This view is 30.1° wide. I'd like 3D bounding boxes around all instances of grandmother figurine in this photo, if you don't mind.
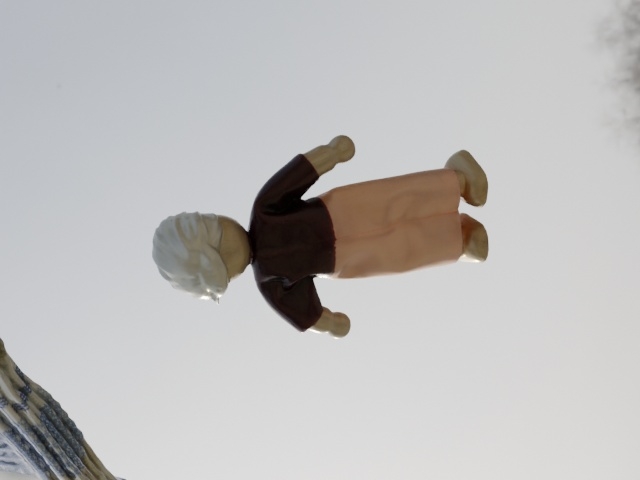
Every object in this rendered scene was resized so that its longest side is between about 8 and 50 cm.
[{"bbox_3d":[0.000,0.000,1.198,0.342,0.104,0.208,-7,-85,-20],"label":"grandmother figurine"}]

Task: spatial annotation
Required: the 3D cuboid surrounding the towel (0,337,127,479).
[{"bbox_3d":[-0.224,0.062,0.583,0.285,0.209,0.034,68,-146,-50],"label":"towel"}]
